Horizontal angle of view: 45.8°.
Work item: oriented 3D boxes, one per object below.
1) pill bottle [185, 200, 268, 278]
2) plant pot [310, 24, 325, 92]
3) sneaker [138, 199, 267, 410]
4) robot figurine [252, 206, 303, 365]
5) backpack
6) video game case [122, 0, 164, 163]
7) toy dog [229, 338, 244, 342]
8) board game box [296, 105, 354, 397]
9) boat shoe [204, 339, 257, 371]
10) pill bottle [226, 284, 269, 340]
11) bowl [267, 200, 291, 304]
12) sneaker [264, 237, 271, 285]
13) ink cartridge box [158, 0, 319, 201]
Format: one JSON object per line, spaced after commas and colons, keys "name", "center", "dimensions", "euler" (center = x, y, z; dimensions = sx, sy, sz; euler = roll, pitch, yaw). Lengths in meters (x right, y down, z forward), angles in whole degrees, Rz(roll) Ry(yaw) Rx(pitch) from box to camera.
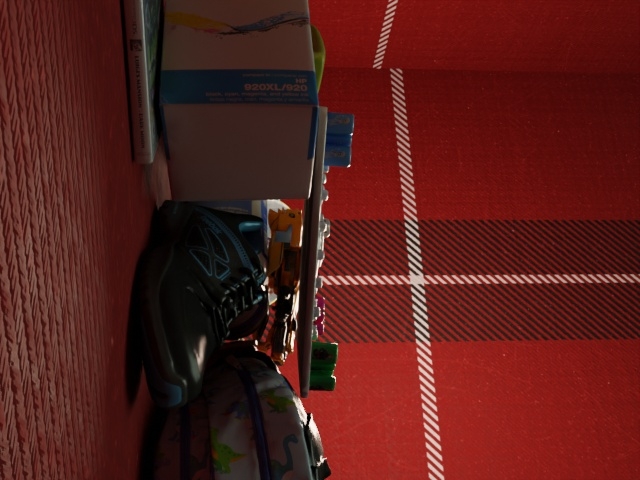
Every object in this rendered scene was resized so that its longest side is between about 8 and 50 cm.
{"name": "pill bottle", "center": [-0.171, 0.007, 1.375], "dimensions": [0.152, 0.152, 0.271], "euler": [101, -12, -64]}
{"name": "plant pot", "center": [-0.121, -0.221, 1.167], "dimensions": [0.228, 0.227, 0.207], "euler": [-99, -165, -64]}
{"name": "sneaker", "center": [-0.130, 0.052, 0.872], "dimensions": [0.340, 0.140, 0.125], "euler": [-96, -170, -56]}
{"name": "robot figurine", "center": [-0.078, 0.095, 1.463], "dimensions": [0.211, 0.085, 0.290], "euler": [91, 6, -74]}
{"name": "backpack", "center": [-0.100, 0.300, 0.971], "dimensions": [0.355, 0.274, 0.290], "euler": [178, -89, -64]}
{"name": "video game case", "center": [-0.183, -0.196, 0.812], "dimensions": [0.190, 0.022, 0.173], "euler": [-100, -169, -63]}
{"name": "toy dog", "center": [-0.219, 0.138, 1.632], "dimensions": [0.333, 0.161, 0.220], "euler": [118, -27, -46]}
{"name": "board game box", "center": [0.000, 0.000, 1.180], "dimensions": [0.390, 0.050, 0.389], "euler": [-115, -151, -83]}
{"name": "boat shoe", "center": [-0.164, 0.206, 1.245], "dimensions": [0.207, 0.073, 0.073], "euler": [-24, -111, 54]}
{"name": "pill bottle", "center": [-0.156, 0.063, 1.152], "dimensions": [0.219, 0.123, 0.122], "euler": [72, 13, -63]}
{"name": "bowl", "center": [-0.203, 0.021, 1.907], "dimensions": [0.156, 0.289, 0.289], "euler": [16, -68, 40]}
{"name": "sneaker", "center": [-0.196, 0.018, 1.693], "dimensions": [0.305, 0.152, 0.114], "euler": [48, 7, -40]}
{"name": "ink cartridge box", "center": [-0.096, -0.188, 0.901], "dimensions": [0.171, 0.168, 0.232], "euler": [97, -11, -56]}
